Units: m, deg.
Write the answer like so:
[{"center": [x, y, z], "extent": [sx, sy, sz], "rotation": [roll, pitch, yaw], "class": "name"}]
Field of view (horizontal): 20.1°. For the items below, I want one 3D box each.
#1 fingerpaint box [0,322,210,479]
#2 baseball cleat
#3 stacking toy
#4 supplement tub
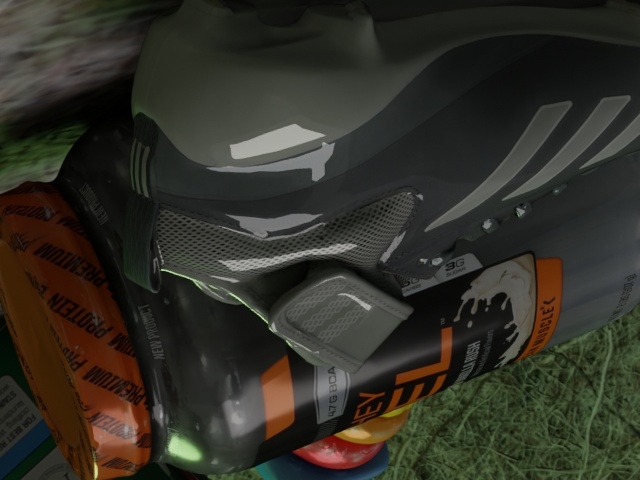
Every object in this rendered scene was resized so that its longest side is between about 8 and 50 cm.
[{"center": [-0.229, 0.295, 1.043], "extent": [0.445, 0.163, 0.371], "rotation": [-42, 158, -7], "class": "fingerpaint box"}, {"center": [0.036, -0.025, 0.486], "extent": [0.206, 0.109, 0.072], "rotation": [-5, -152, -32], "class": "baseball cleat"}, {"center": [0.055, 0.084, 1.602], "extent": [0.166, 0.175, 0.302], "rotation": [-9, 153, -46], "class": "stacking toy"}, {"center": [0.000, 0.000, 0.562], "extent": [0.190, 0.117, 0.117], "rotation": [-20, 174, -18], "class": "supplement tub"}]
